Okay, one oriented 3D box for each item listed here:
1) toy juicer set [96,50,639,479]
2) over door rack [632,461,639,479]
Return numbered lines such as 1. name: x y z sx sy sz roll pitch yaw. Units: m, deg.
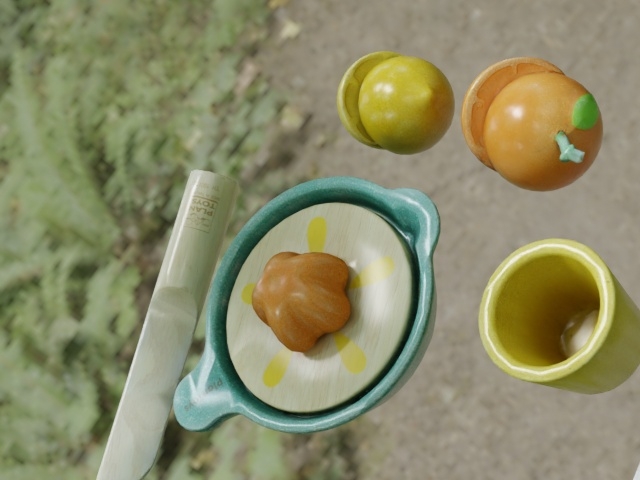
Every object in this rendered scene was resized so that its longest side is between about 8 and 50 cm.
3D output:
1. toy juicer set: 0.000 0.000 0.922 0.329 0.089 0.209 -15 64 30
2. over door rack: 0.429 0.165 1.344 0.239 0.324 0.108 24 119 46
